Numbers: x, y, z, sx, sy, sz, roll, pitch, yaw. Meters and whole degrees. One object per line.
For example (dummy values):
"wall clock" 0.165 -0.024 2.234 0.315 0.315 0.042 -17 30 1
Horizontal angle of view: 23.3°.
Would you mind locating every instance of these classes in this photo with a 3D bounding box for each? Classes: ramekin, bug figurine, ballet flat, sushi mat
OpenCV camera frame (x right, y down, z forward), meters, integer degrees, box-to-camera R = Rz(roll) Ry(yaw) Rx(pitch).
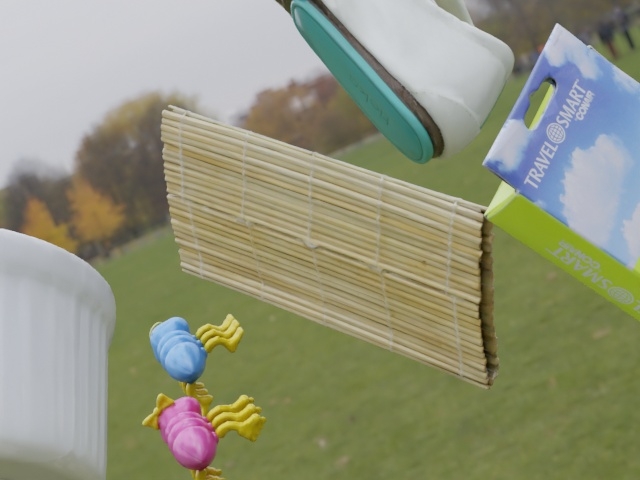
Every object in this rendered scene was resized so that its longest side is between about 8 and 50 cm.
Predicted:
"ramekin" -0.262 0.108 0.968 0.277 0.135 0.277 -6 -27 -3
"bug figurine" -0.140 0.192 1.271 0.072 0.279 0.216 22 5 -25
"ballet flat" -0.001 -0.235 1.263 0.139 0.400 0.139 -43 -8 -7
"sushi mat" 0.000 0.000 1.192 0.316 0.151 0.019 20 38 34

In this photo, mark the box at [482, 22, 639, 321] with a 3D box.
"box" 0.168 -0.020 0.814 0.109 0.178 0.042 -60 8 -30
